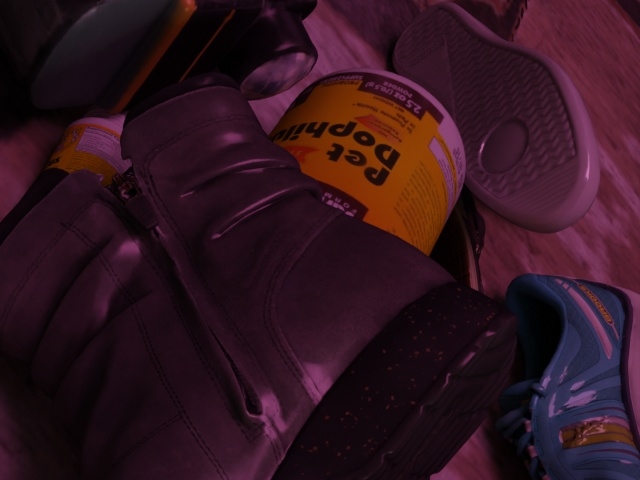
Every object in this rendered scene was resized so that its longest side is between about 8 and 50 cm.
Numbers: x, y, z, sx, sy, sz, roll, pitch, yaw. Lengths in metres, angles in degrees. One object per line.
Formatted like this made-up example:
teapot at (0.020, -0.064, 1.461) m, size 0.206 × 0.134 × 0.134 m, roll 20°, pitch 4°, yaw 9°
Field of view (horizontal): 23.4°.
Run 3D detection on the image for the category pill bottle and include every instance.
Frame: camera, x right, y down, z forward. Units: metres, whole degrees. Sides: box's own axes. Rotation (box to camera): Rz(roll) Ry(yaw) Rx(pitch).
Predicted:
pill bottle at (0.000, 0.000, 0.864) m, size 0.117 × 0.117 × 0.215 m, roll 49°, pitch 38°, yaw -15°
pill bottle at (-0.121, -0.035, 0.810) m, size 0.043 × 0.043 × 0.083 m, roll 41°, pitch 41°, yaw -23°

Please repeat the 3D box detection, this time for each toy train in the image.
toy train at (-0.125, -0.217, 0.842) m, size 0.190 × 0.142 × 0.334 m, roll -13°, pitch 69°, yaw -42°

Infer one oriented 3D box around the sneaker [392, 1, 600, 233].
sneaker at (0.152, -0.061, 1.039) m, size 0.151 × 0.094 × 0.256 m, roll 37°, pitch 14°, yaw -32°

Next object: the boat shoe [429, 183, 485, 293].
boat shoe at (0.086, -0.004, 1.016) m, size 0.049 × 0.056 × 0.152 m, roll 12°, pitch 57°, yaw -40°

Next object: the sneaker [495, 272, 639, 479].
sneaker at (0.162, 0.137, 1.001) m, size 0.110 × 0.107 × 0.275 m, roll 19°, pitch 46°, yaw -16°

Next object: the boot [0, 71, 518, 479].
boot at (-0.093, 0.093, 0.694) m, size 0.222 × 0.118 × 0.338 m, roll 37°, pitch 67°, yaw 22°
